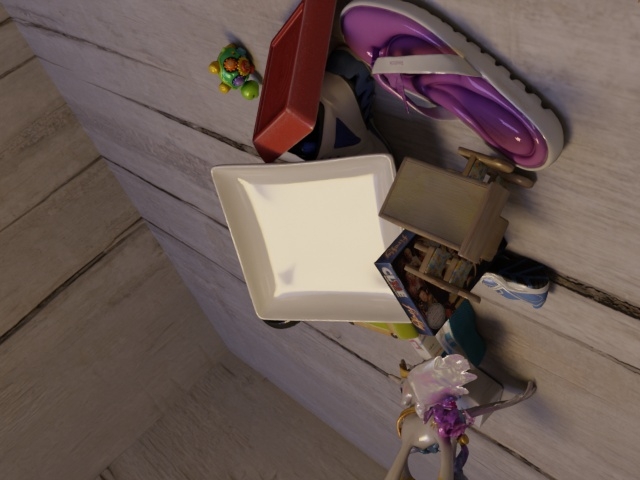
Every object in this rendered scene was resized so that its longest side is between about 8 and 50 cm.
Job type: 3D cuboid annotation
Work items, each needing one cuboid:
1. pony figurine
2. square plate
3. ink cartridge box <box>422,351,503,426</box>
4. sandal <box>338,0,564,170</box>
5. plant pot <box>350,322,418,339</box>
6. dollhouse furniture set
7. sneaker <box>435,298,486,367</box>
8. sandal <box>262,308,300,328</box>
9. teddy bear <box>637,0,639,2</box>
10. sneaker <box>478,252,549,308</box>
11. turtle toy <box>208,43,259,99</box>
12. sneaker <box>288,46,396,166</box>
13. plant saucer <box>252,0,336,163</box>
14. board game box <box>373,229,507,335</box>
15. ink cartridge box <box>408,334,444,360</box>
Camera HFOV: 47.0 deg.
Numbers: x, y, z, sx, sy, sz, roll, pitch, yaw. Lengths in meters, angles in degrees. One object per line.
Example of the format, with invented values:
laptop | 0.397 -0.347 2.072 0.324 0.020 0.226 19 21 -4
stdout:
pony figurine | 0.268 0.410 1.649 0.303 0.363 0.351 31 143 -31
square plate | 0.000 0.000 1.352 0.347 0.049 0.344 -1 121 23
ink cartridge box | 0.353 0.363 1.857 0.190 0.082 0.140 37 157 27
sandal | 0.171 -0.234 1.102 0.416 0.102 0.169 37 157 22
plant pot | 0.138 0.065 1.541 0.227 0.207 0.228 13 142 48
dollhouse furniture set | 0.230 -0.022 1.103 0.161 0.212 0.242 26 -177 42
sneaker | 0.297 0.199 1.655 0.092 0.087 0.229 16 144 41
sandal | -0.086 0.009 1.629 0.167 0.446 0.107 -26 128 23
teddy bear | 0.391 -0.279 0.627 0.245 0.113 0.338 59 165 -10
sneaker | 0.328 0.067 1.373 0.211 0.080 0.081 28 150 43
turtle toy | -0.177 -0.360 1.588 0.066 0.095 0.130 1 135 33
sneaker | 0.021 -0.183 1.374 0.127 0.182 0.315 31 153 41
plant saucer | -0.054 -0.283 1.268 0.047 0.258 0.259 13 168 -19
board game box | 0.215 0.022 1.278 0.042 0.243 0.165 0 131 54
ink cartridge box | 0.256 0.218 1.772 0.122 0.088 0.052 54 155 -18
